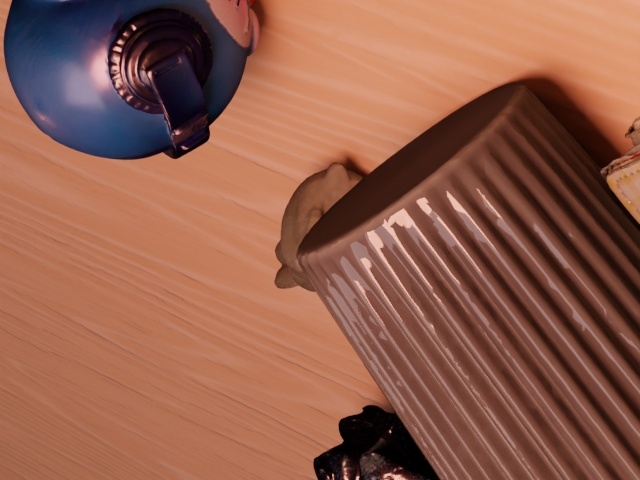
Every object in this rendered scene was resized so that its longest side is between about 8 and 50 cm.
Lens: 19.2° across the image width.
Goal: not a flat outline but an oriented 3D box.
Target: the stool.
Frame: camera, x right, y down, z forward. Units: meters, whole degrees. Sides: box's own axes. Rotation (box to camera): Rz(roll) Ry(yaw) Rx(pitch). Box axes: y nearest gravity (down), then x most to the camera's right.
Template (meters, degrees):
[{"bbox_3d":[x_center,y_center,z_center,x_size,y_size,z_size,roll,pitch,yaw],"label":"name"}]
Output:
[{"bbox_3d":[0.170,0.067,1.605,0.330,0.297,0.297,52,151,-9],"label":"stool"}]

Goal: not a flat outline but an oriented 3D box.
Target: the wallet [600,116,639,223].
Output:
[{"bbox_3d":[0.383,0.011,1.481,0.309,0.077,0.223,46,148,-9],"label":"wallet"}]

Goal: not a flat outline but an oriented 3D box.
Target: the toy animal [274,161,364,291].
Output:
[{"bbox_3d":[0.010,0.000,1.930,0.108,0.138,0.236,1,176,-4],"label":"toy animal"}]

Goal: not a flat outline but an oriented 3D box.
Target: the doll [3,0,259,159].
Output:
[{"bbox_3d":[-0.187,-0.217,1.725,0.284,0.240,0.310,45,164,53],"label":"doll"}]

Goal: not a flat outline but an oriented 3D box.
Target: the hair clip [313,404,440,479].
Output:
[{"bbox_3d":[0.095,0.305,2.141,0.206,0.194,0.310,12,139,33],"label":"hair clip"}]
